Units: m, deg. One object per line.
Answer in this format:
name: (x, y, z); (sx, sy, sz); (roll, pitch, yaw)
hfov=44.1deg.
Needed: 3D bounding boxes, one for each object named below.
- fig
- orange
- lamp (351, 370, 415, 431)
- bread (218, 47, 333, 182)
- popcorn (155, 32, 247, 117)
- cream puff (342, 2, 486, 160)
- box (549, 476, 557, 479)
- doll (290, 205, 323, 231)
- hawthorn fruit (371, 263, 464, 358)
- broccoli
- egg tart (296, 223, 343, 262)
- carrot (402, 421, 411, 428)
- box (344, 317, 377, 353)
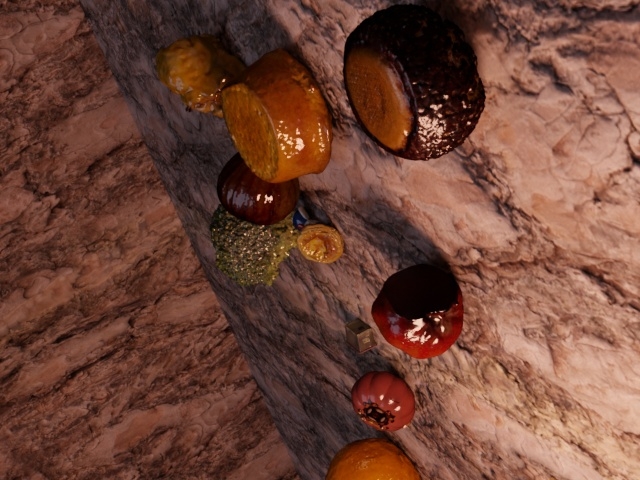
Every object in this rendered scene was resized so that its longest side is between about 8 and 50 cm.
fig: (-0.144, -0.201, 2.020); (0.217, 0.216, 0.321); (47, 136, 36)
orange: (0.159, 0.787, 2.435); (0.341, 0.293, 0.341); (52, 158, 30)
lamp: (0.172, 0.427, 2.130); (0.182, 0.140, 0.182); (17, 131, 20)
bread: (-0.096, -0.268, 1.766); (0.312, 0.172, 0.312); (49, 155, 32)
popcorn: (-0.305, -0.428, 2.066); (0.254, 0.191, 0.190); (51, 175, 4)
cream puff: (0.144, -0.240, 1.193); (0.239, 0.164, 0.239); (51, 158, 29)
box: (0.496, 0.529, 1.624); (0.046, 0.012, 0.083); (31, 146, 57)
doll: (-0.034, -0.044, 2.116); (0.143, 0.057, 0.099); (33, 147, 44)
hawthorn fruit: (0.192, 0.143, 1.614); (0.190, 0.189, 0.251); (60, 169, 2)
broccoli: (-0.187, -0.010, 2.287); (0.288, 0.259, 0.235); (-59, 33, 18)
egg tart: (0.000, 0.000, 2.042); (0.130, 0.052, 0.130); (10, 130, 12)
carrot: (0.209, 0.459, 2.220); (0.139, 0.048, 0.048); (66, 161, -9)
box: (0.107, 0.262, 2.184); (0.084, 0.060, 0.063); (32, 141, 57)
